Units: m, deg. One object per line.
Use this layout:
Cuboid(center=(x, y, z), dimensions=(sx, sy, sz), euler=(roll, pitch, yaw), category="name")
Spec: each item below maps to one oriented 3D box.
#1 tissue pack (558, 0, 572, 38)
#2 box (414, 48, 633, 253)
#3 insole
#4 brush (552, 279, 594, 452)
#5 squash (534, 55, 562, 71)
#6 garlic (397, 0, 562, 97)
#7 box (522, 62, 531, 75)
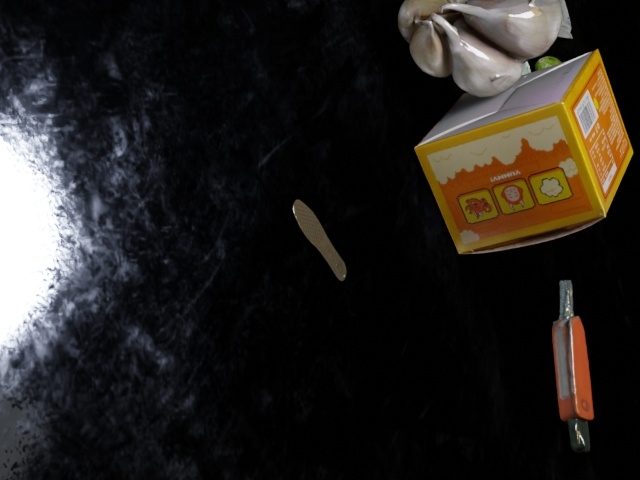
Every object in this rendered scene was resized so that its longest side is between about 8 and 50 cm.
Cuboid(center=(0.524, -0.552, 2.533), dimensions=(0.122, 0.026, 0.193), euler=(-10, 85, -60), category="tissue pack")
Cuboid(center=(0.343, -0.143, 1.827), dimensions=(0.214, 0.259, 0.283), euler=(65, 32, -14), category="box")
Cuboid(center=(0.000, 0.000, 1.456), dimensions=(0.135, 0.002, 0.045), euler=(56, 35, -27), category="insole")
Cuboid(center=(0.458, 0.227, 2.051), dimensions=(0.070, 0.051, 0.324), euler=(23, 60, -45), category="brush")
Cuboid(center=(0.526, -0.304, 2.381), dimensions=(0.239, 0.069, 0.069), euler=(46, 41, -37), category="squash")
Cuboid(center=(0.252, -0.348, 1.797), dimensions=(0.237, 0.210, 0.292), euler=(32, 22, -4), category="garlic")
Cuboid(center=(0.315, -0.325, 2.034), dimensions=(0.129, 0.086, 0.225), euler=(-31, 103, -59), category="box")
